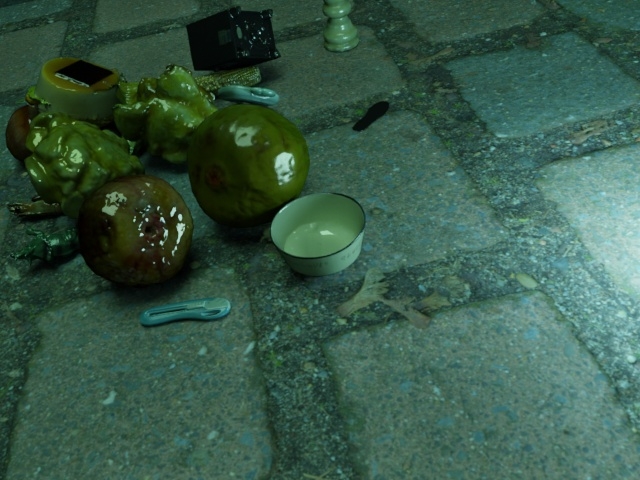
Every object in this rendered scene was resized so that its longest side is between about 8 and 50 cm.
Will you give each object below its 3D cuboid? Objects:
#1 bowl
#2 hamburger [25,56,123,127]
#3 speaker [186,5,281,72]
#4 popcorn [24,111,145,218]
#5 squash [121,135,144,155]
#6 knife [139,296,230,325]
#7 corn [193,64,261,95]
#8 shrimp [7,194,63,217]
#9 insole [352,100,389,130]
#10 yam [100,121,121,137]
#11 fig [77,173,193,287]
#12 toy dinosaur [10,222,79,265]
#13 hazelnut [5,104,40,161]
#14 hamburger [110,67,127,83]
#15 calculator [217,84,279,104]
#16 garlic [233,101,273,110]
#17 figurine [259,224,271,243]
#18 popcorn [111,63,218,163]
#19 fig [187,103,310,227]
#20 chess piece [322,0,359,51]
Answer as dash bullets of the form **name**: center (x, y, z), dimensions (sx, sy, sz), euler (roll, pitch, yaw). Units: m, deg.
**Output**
- **bowl**: center (0.000, 0.000, 1.508), dimensions (0.238, 0.126, 0.237), euler (-6, 43, 5)
- **hamburger**: center (-0.794, -0.475, 2.019), dimensions (0.294, 0.179, 0.276), euler (19, 36, 0)
- **speaker**: center (-0.308, -0.719, 2.222), dimensions (0.254, 0.184, 0.232), euler (-3, 12, 37)
- **popcorn**: center (-0.672, -0.218, 1.741), dimensions (0.293, 0.292, 0.334), euler (-28, 33, -19)
- **squash**: center (-0.611, -0.419, 2.103), dimensions (0.118, 0.118, 0.370), euler (1, 47, 13)
- **knife**: center (-0.324, 0.169, 1.464), dimensions (0.222, 0.031, 0.064), euler (-8, 46, 4)
- **corn**: center (-0.359, -0.574, 2.239), dimensions (0.288, 0.086, 0.086), euler (-15, 42, -7)
- **shrimp**: center (-0.830, -0.123, 1.871), dimensions (0.236, 0.053, 0.133), euler (-13, 46, -9)
- **insole**: center (0.167, -0.407, 2.003), dimensions (0.064, 0.004, 0.188), euler (21, 51, 31)
- **yam**: center (-0.721, -0.388, 2.116), dimensions (0.084, 0.084, 0.127), euler (-8, 41, 3)
- **fig**: center (-0.489, -0.015, 1.587), dimensions (0.286, 0.286, 0.369), euler (-36, 12, -25)
- **toy dinosaur**: center (-0.712, -0.006, 1.707), dimensions (0.120, 0.079, 0.292), euler (29, 43, 29)
- **hazelnut**: center (-0.970, -0.362, 2.074), dimensions (0.214, 0.176, 0.214), euler (-21, 39, 19)
- **hamburger**: center (-0.798, -0.527, 2.244), dimensions (0.208, 0.135, 0.155), euler (-19, 41, -5)
- **calculator**: center (-0.240, -0.479, 2.043), dimensions (0.184, 0.042, 0.295), euler (6, 5, -28)
- **garlic**: center (-0.236, -0.417, 2.037), dimensions (0.174, 0.099, 0.124), euler (19, 33, 30)
- **figurine**: center (-0.118, -0.011, 1.613), dimensions (0.083, 0.047, 0.050), euler (-2, 58, 0)
- **popcorn**: center (-0.498, -0.381, 1.915), dimensions (0.321, 0.290, 0.326), euler (-4, 17, 32)
- **fig**: center (-0.183, -0.203, 1.644), dimensions (0.343, 0.343, 0.343), euler (-6, 42, 6)
- **chess piece**: center (0.067, -0.869, 2.340), dimensions (0.144, 0.251, 0.144), euler (-6, 42, 5)
